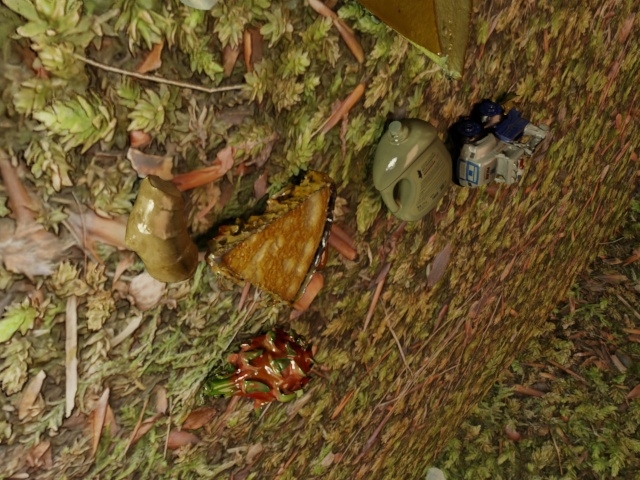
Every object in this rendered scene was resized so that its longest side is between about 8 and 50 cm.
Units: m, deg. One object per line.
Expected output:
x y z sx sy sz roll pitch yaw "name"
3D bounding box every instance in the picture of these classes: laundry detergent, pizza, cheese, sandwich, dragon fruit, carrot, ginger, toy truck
0.181 -0.154 1.304 0.181 0.091 0.253 -49 146 -7 "laundry detergent"
-0.084 0.031 1.105 0.287 0.074 0.251 -32 137 -35 "pizza"
0.468 -0.341 1.594 0.060 0.041 0.084 -47 157 -7 "cheese"
0.159 -0.354 0.983 0.122 0.236 0.128 10 122 -45 "sandwich"
-0.112 0.249 1.178 0.236 0.137 0.135 -35 176 -32 "dragon fruit"
0.000 0.000 1.234 0.035 0.035 0.142 -20 122 -45 "carrot"
-0.219 -0.007 0.899 0.190 0.068 0.095 79 29 -44 "ginger"
0.412 -0.210 1.494 0.213 0.177 0.161 -42 144 -27 "toy truck"

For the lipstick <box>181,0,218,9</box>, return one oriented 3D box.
-0.179 -0.362 0.674 0.077 0.079 0.253 -55 148 -11 "lipstick"
